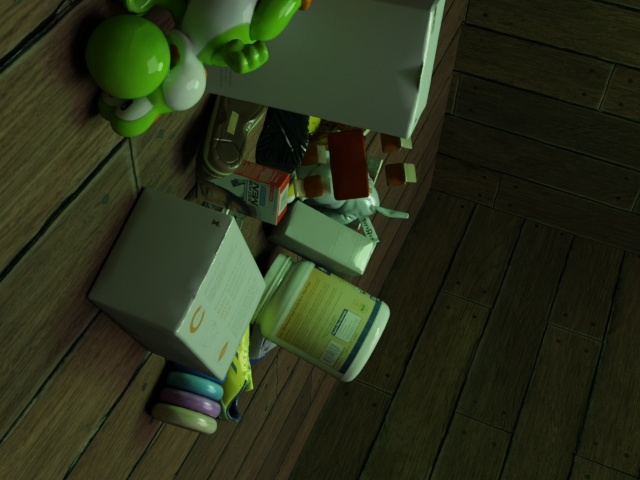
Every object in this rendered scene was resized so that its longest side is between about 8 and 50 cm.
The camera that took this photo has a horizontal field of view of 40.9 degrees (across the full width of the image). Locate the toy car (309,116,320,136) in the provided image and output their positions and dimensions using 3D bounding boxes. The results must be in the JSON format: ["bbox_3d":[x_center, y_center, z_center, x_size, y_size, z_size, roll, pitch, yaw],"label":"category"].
[{"bbox_3d":[-0.067,-0.266,1.951,0.239,0.053,0.225,83,29,-60],"label":"toy car"}]

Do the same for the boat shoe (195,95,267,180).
[{"bbox_3d":[-0.171,-0.218,1.581,0.095,0.095,0.257,-33,-151,48],"label":"boat shoe"}]

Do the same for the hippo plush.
[{"bbox_3d":[0.016,-0.124,2.166,0.234,0.294,0.237,-40,153,21],"label":"hippo plush"}]

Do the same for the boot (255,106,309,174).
[{"bbox_3d":[-0.066,-0.269,1.690,0.207,0.094,0.246,-95,-162,-58],"label":"boot"}]

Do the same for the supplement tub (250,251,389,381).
[{"bbox_3d":[-0.011,0.188,2.146,0.228,0.316,0.228,-61,180,0],"label":"supplement tub"}]

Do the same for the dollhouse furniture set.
[{"bbox_3d":[0.056,-0.218,1.875,0.135,0.262,0.259,-9,92,-72],"label":"dollhouse furniture set"}]

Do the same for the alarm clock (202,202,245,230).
[{"bbox_3d":[-0.190,-0.049,1.752,0.192,0.064,0.129,-48,154,-65],"label":"alarm clock"}]

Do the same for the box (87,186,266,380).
[{"bbox_3d":[-0.237,0.088,1.517,0.345,0.168,0.214,76,36,-67],"label":"box"}]

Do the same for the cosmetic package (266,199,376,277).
[{"bbox_3d":[0.000,0.000,2.143,0.127,0.238,0.107,-11,-129,63],"label":"cosmetic package"}]

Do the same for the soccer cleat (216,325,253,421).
[{"bbox_3d":[-0.200,0.296,2.037,0.093,0.121,0.289,-19,126,-65],"label":"soccer cleat"}]

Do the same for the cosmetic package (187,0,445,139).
[{"bbox_3d":[-0.010,-0.322,1.358,0.156,0.385,0.217,-64,167,-54],"label":"cosmetic package"}]

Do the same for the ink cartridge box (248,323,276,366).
[{"bbox_3d":[-0.142,0.252,2.379,0.223,0.045,0.223,-23,131,-72],"label":"ink cartridge box"}]

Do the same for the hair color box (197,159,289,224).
[{"bbox_3d":[-0.147,-0.100,1.612,0.053,0.167,0.093,-58,162,-46],"label":"hair color box"}]

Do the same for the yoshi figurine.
[{"bbox_3d":[-0.171,-0.293,1.148,0.362,0.203,0.203,-44,-150,0],"label":"yoshi figurine"}]

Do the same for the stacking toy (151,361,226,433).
[{"bbox_3d":[-0.244,0.235,1.822,0.141,0.141,0.330,70,34,-69],"label":"stacking toy"}]

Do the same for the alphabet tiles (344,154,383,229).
[{"bbox_3d":[0.048,-0.128,2.301,0.009,0.198,0.237,21,88,-56],"label":"alphabet tiles"}]

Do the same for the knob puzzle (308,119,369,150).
[{"bbox_3d":[0.037,-0.280,2.091,0.213,0.213,0.030,-58,136,-42],"label":"knob puzzle"}]

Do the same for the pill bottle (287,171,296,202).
[{"bbox_3d":[-0.087,-0.136,2.021,0.116,0.065,0.065,81,30,-61],"label":"pill bottle"}]
